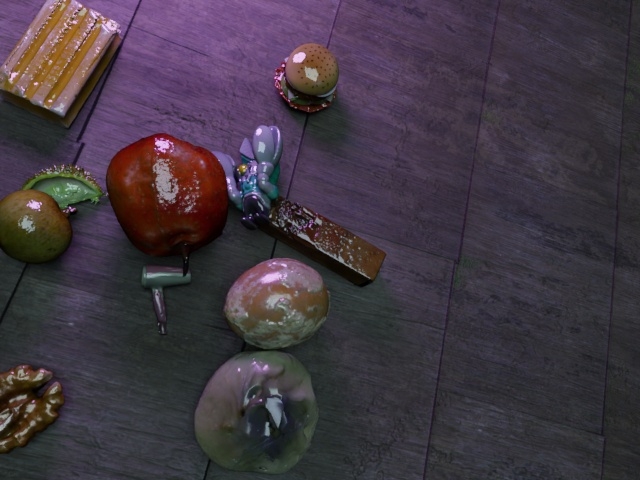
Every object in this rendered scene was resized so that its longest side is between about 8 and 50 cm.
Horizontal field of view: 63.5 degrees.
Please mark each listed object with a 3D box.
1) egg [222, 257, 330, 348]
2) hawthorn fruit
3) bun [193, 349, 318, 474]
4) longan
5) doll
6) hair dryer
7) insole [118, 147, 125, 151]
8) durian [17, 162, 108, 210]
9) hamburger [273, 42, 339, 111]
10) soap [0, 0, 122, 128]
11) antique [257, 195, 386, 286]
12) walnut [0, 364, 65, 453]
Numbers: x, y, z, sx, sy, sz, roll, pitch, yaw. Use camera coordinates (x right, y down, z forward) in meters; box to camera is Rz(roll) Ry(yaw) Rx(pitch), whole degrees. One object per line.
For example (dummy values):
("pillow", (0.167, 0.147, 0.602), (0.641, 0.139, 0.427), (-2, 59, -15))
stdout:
("egg", (-0.096, 0.139, 1.140), (0.245, 0.203, 0.203), (-7, 78, -26))
("hawthorn fruit", (-0.316, -0.066, 1.099), (0.254, 0.254, 0.300), (-6, 66, -17))
("bun", (-0.128, 0.361, 1.095), (0.272, 0.168, 0.273), (1, 82, -11))
("longan", (-0.589, -0.032, 1.079), (0.176, 0.145, 0.155), (-26, 110, -38))
("doll", (-0.149, -0.166, 1.204), (0.195, 0.153, 0.258), (-37, 50, 2))
("hair dryer", (-0.350, 0.133, 1.159), (0.106, 0.054, 0.154), (5, 85, -19))
("insole", (-0.441, -0.127, 1.214), (0.065, 0.006, 0.193), (-14, 81, -19))
("durian", (-0.569, -0.122, 1.154), (0.215, 0.086, 0.100), (-10, 113, -15))
("hamburger", (-0.025, -0.426, 1.339), (0.175, 0.137, 0.175), (4, 77, -18))
("soap", (-0.600, -0.418, 1.200), (0.173, 0.089, 0.274), (25, 71, -9))
("antique", (0.000, 0.000, 1.259), (0.310, 0.093, 0.087), (30, 70, -6))
("walnut", (-0.596, 0.327, 1.022), (0.170, 0.069, 0.143), (-40, 90, -19))
